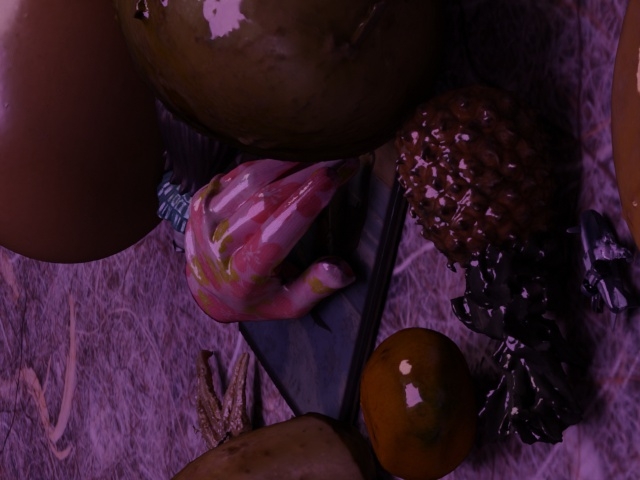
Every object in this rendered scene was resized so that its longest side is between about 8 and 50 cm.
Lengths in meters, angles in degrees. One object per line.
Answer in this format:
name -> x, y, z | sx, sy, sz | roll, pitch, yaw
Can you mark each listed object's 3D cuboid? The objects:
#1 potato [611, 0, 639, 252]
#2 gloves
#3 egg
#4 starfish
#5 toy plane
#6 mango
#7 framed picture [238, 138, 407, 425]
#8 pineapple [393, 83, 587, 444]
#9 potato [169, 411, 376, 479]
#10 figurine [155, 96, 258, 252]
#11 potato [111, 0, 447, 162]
potato -> 0.230, -0.073, 0.887 | 0.150, 0.146, 0.234 | 2, 75, 24
gloves -> -0.049, -0.005, 1.475 | 0.241, 0.126, 0.145 | 122, 145, -61
egg -> -0.268, -0.161, 1.758 | 0.301, 0.301, 0.374 | -166, 81, -64
starfish -> -0.102, 0.234, 1.708 | 0.138, 0.050, 0.247 | 165, 106, -66
toy plane -> 0.188, 0.015, 1.101 | 0.078, 0.031, 0.083 | 106, 151, -58
mango -> 0.073, 0.119, 1.243 | 0.165, 0.089, 0.115 | 80, -177, -58
framed picture -> 0.000, 0.000, 1.524 | 0.265, 0.016, 0.347 | -128, 44, -52
pineapple -> 0.126, 0.021, 1.150 | 0.125, 0.125, 0.251 | -29, 70, 62
potato -> -0.075, 0.298, 1.448 | 0.285, 0.242, 0.242 | 118, 143, -45
figurine -> -0.114, -0.085, 1.627 | 0.138, 0.110, 0.245 | 38, 139, 30
potato -> -0.035, -0.174, 1.232 | 0.219, 0.269, 0.359 | -64, -1, 2
